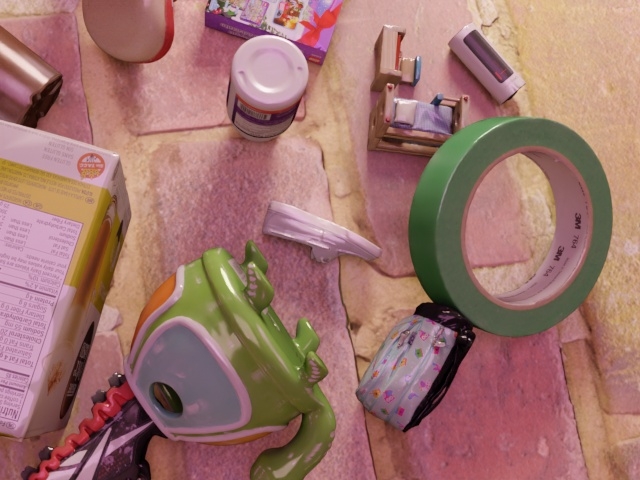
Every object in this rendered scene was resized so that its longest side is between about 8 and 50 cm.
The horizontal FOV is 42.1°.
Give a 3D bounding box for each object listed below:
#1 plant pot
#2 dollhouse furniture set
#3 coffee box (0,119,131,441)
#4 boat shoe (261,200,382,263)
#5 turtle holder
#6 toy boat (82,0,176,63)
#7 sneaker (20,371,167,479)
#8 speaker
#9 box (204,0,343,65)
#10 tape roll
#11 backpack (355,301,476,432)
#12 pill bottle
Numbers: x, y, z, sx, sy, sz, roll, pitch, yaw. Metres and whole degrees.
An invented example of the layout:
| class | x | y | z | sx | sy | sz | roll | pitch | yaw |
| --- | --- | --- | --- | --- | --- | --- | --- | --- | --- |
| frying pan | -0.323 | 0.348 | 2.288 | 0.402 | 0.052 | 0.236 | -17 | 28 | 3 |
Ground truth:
| class | x | y | z | sx | sy | sz | roll | pitch | yaw |
| --- | --- | --- | --- | --- | --- | --- | --- | --- | --- |
| plant pot | -0.471 | -0.231 | 1.183 | 0.165 | 0.167 | 0.167 | 34 | 75 | -8 |
| dollhouse furniture set | 0.152 | -0.238 | 1.291 | 0.129 | 0.129 | 0.183 | 7 | 77 | -8 |
| coffee box | -0.450 | 0.042 | 1.031 | 0.338 | 0.337 | 0.334 | 16 | 77 | -6 |
| boat shoe | 0.000 | 0.000 | 1.254 | 0.184 | 0.066 | 0.063 | 22 | 90 | -6 |
| turtle holder | -0.116 | 0.175 | 1.133 | 0.227 | 0.243 | 0.320 | -33 | 121 | 0 |
| toy boat | -0.265 | -0.384 | 1.258 | 0.151 | 0.151 | 0.231 | 8 | 101 | 29 |
| sneaker | -0.307 | 0.311 | 1.120 | 0.135 | 0.097 | 0.276 | 41 | 74 | 4 |
| speaker | 0.272 | -0.287 | 1.359 | 0.055 | 0.055 | 0.136 | -39 | 87 | -14 |
| box | -0.047 | -0.450 | 1.341 | 0.201 | 0.057 | 0.293 | 18 | 76 | -4 |
| tape roll | 0.285 | -0.021 | 1.229 | 0.321 | 0.077 | 0.321 | -3 | 98 | -25 |
| backpack | 0.135 | 0.183 | 1.205 | 0.115 | 0.152 | 0.182 | 31 | 79 | 15 |
| pill bottle | -0.083 | -0.211 | 1.215 | 0.108 | 0.193 | 0.108 | 2 | 78 | -9 |
